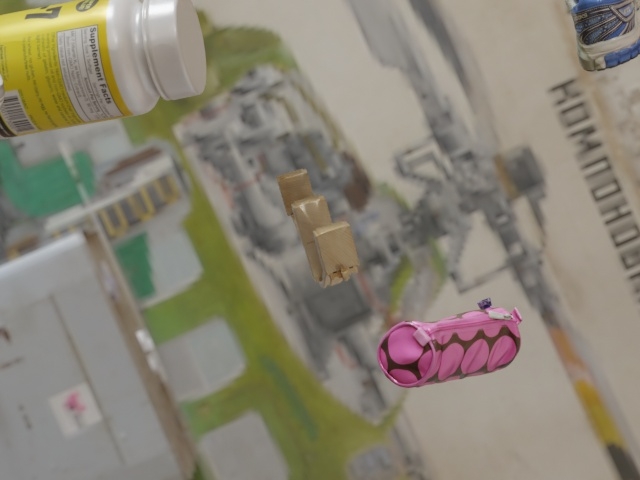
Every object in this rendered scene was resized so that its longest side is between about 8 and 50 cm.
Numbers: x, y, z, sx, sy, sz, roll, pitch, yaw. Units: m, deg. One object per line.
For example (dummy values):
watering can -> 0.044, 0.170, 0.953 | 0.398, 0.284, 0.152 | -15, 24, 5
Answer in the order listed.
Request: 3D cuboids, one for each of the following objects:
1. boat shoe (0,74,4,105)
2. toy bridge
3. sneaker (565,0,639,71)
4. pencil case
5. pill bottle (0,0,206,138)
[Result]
boat shoe -> -0.299, -0.168, 1.210 | 0.184, 0.063, 0.066 | 43, 21, -21
toy bridge -> 0.000, 0.000, 1.149 | 0.188, 0.026, 0.063 | -124, -162, -72
sneaker -> 0.177, -0.164, 1.024 | 0.135, 0.052, 0.058 | -89, 160, -55
pencil case -> 0.172, 0.133, 2.101 | 0.209, 0.098, 0.095 | -9, 66, -48
pill bottle -> -0.221, -0.169, 1.536 | 0.119, 0.209, 0.119 | -9, 90, -80
